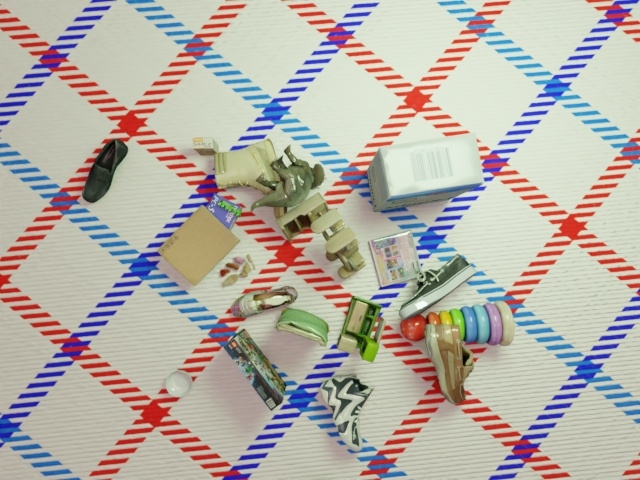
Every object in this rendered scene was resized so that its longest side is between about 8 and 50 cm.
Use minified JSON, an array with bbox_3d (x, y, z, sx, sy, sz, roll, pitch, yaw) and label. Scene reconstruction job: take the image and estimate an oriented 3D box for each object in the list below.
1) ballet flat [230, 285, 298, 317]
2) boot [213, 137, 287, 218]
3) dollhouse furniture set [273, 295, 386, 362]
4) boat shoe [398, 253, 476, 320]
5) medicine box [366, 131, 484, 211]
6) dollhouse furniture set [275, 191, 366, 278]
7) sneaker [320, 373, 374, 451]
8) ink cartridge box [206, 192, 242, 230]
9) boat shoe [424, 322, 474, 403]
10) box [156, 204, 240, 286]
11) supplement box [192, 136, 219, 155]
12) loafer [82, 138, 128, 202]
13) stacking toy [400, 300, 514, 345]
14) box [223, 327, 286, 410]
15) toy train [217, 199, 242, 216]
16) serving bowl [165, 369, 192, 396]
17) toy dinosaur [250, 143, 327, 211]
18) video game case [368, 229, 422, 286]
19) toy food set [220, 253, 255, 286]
[{"bbox_3d":[-0.180,0.193,1.342,0.222,0.079,0.076,-14,89,-1],"label":"ballet flat"},{"bbox_3d":[-0.221,-0.176,1.345,0.204,0.095,0.261,-14,87,-2],"label":"boot"},{"bbox_3d":[0.032,0.229,1.286,0.302,0.197,0.151,19,89,-1],"label":"dollhouse furniture set"},{"bbox_3d":[0.345,0.135,1.316,0.306,0.113,0.105,-30,71,-18],"label":"boat shoe"},{"bbox_3d":[0.292,-0.191,1.260,0.264,0.289,0.149,-9,86,-1],"label":"medicine box"},{"bbox_3d":[0.000,0.000,1.293,0.161,0.212,0.242,-34,63,-4],"label":"dollhouse furniture set"},{"bbox_3d":[0.116,0.526,1.329,0.153,0.094,0.234,-27,79,6],"label":"sneaker"},{"bbox_3d":[-0.341,-0.037,1.363,0.097,0.046,0.207,28,87,-2],"label":"ink cartridge box"},{"bbox_3d":[0.403,0.374,1.272,0.117,0.123,0.324,-16,123,16],"label":"boat shoe"},{"bbox_3d":[-0.379,0.016,1.325,0.164,0.021,0.201,44,87,-2],"label":"box"},{"bbox_3d":[-0.361,-0.296,1.344,0.062,0.098,0.036,-2,88,-1],"label":"supplement box"},{"bbox_3d":[-0.691,-0.223,1.344,0.076,0.078,0.223,29,88,0],"label":"loafer"},{"bbox_3d":[0.417,0.264,1.332,0.331,0.141,0.141,-3,88,3],"label":"stacking toy"},{"bbox_3d":[-0.194,0.385,1.295,0.044,0.159,0.233,-37,90,0],"label":"box"},{"bbox_3d":[-0.285,-0.102,1.335,0.083,0.017,0.023,30,77,-2],"label":"toy train"},{"bbox_3d":[-0.447,0.452,1.353,0.084,0.027,0.083,0,89,-1],"label":"serving bowl"},{"bbox_3d":[-0.084,-0.173,1.252,0.160,0.121,0.313,42,46,-7],"label":"toy dinosaur"},{"bbox_3d":[0.245,0.058,1.386,0.143,0.019,0.157,-15,89,-1],"label":"video game case"},{"bbox_3d":[-0.272,0.093,1.375,0.122,0.019,0.077,-25,89,6],"label":"toy food set"}]
